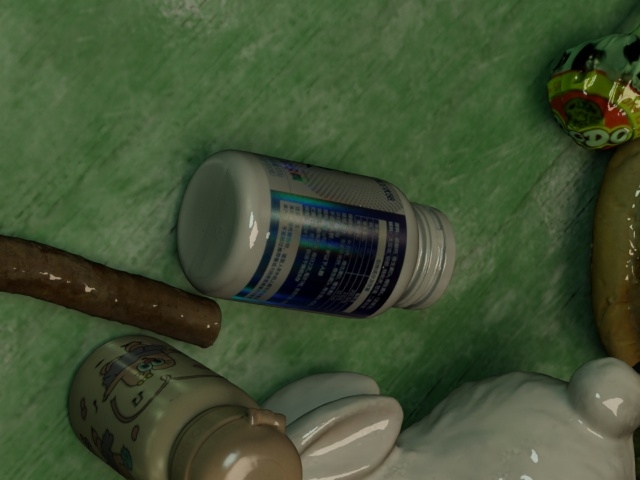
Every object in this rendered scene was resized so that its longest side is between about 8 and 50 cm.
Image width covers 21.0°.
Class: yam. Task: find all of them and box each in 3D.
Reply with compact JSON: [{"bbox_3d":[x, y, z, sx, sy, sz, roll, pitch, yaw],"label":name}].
[{"bbox_3d":[-0.208,0.022,1.178,0.326,0.045,0.045,17,113,-33],"label":"yam"}]

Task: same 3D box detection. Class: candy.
[{"bbox_3d":[0.281,-0.203,1.410,0.305,0.091,0.083,-58,157,-19],"label":"candy"}]

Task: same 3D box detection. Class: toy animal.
[{"bbox_3d":[0.071,0.197,1.321,0.357,0.194,0.258,0,113,-23],"label":"toy animal"}]

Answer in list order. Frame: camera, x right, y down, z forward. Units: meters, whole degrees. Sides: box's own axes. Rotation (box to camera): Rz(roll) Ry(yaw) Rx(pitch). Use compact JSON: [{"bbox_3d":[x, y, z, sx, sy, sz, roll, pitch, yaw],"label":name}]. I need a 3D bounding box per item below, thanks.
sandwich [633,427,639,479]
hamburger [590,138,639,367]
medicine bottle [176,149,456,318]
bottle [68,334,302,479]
[{"bbox_3d":[0.317,0.323,1.516,0.250,0.162,0.301,26,107,-3],"label":"sandwich"},{"bbox_3d":[0.363,0.009,1.445,0.289,0.170,0.314,5,101,-29],"label":"hamburger"},{"bbox_3d":[0.000,0.000,1.260,0.191,0.107,0.107,10,97,-33],"label":"medicine bottle"},{"bbox_3d":[-0.092,0.142,1.180,0.097,0.209,0.110,15,95,-33],"label":"bottle"}]
